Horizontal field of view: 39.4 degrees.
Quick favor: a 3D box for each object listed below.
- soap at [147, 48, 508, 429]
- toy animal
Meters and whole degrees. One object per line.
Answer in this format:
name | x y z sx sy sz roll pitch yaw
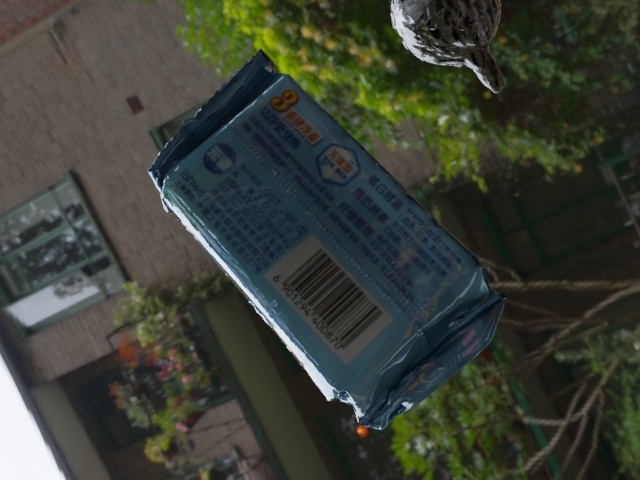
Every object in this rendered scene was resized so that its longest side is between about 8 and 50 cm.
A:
soap | 0.000 0.000 0.705 0.293 0.156 0.077 48 176 16
toy animal | 0.111 -0.192 0.784 0.098 0.098 0.137 33 -145 -59
